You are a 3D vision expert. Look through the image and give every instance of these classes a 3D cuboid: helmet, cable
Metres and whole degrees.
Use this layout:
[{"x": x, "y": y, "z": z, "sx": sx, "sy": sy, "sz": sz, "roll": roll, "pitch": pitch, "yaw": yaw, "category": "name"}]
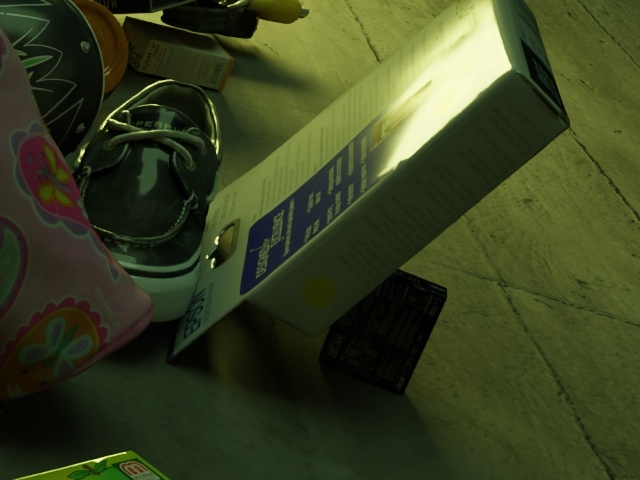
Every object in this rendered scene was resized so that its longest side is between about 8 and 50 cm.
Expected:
[{"x": -0.241, "y": -0.112, "z": 1.387, "sx": 0.169, "sy": 0.169, "sz": 0.161, "roll": 20, "pitch": 0, "yaw": -10, "category": "helmet"}, {"x": -0.115, "y": -0.251, "z": 1.986, "sx": 0.139, "sy": 0.072, "sz": 0.287, "roll": 18, "pitch": 7, "yaw": 14, "category": "cable"}]

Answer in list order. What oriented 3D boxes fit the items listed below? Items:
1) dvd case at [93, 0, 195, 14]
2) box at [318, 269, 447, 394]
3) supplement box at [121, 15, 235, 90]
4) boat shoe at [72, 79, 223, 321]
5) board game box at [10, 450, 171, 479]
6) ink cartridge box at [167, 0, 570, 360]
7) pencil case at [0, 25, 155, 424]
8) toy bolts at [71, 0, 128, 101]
[{"x": -0.174, "y": -0.248, "z": 1.882, "sx": 0.179, "sy": 0.029, "sz": 0.239, "roll": 2, "pitch": 15, "yaw": 29, "category": "dvd case"}, {"x": 0.044, "y": 0.061, "z": 1.378, "sx": 0.067, "sy": 0.083, "sz": 0.018, "roll": 21, "pitch": 20, "yaw": -4, "category": "box"}, {"x": -0.141, "y": -0.181, "z": 1.878, "sx": 0.098, "sy": 0.036, "sz": 0.062, "roll": 11, "pitch": 21, "yaw": -35, "category": "supplement box"}, {"x": -0.134, "y": -0.042, "z": 1.385, "sx": 0.121, "sy": 0.119, "sz": 0.335, "roll": 15, "pitch": 17, "yaw": -7, "category": "boat shoe"}, {"x": -0.146, "y": 0.159, "z": 0.891, "sx": 0.043, "sy": 0.092, "sz": 0.181, "roll": 32, "pitch": 21, "yaw": 28, "category": "board game box"}, {"x": 0.033, "y": -0.047, "z": 1.395, "sx": 0.072, "sy": 0.307, "sz": 0.303, "roll": 45, "pitch": 16, "yaw": -14, "category": "ink cartridge box"}, {"x": -0.207, "y": -0.044, "z": 1.102, "sx": 0.124, "sy": 0.124, "sz": 0.284, "roll": -92, "pitch": 157, "yaw": -69, "category": "pencil case"}, {"x": -0.289, "y": -0.212, "z": 1.697, "sx": 0.228, "sy": 0.218, "sz": 0.158, "roll": -1, "pitch": -7, "yaw": -33, "category": "toy bolts"}]
